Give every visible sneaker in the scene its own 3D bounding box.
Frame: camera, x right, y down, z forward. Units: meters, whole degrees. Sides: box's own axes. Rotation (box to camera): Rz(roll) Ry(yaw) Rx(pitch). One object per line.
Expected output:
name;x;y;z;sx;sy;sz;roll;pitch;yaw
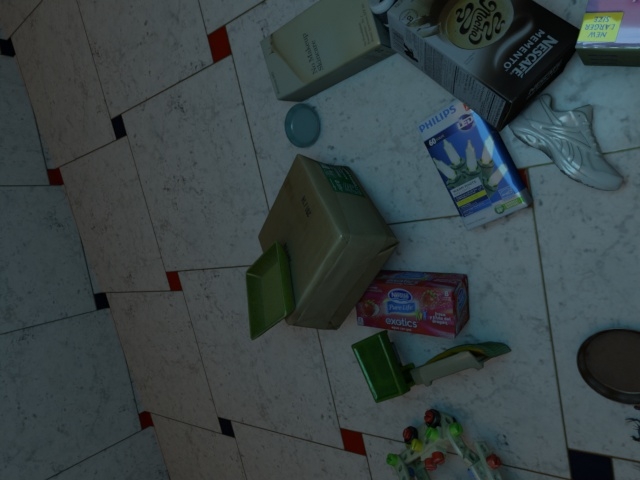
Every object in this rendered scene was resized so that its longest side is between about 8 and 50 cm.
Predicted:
sneaker;0.177;-0.541;0.867;0.079;0.121;0.216;15;78;40
sneaker;0.476;-0.189;0.754;0.232;0.090;0.115;45;121;15

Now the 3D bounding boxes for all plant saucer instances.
plant saucer;0.619;0.251;0.821;0.168;0.029;0.168;11;110;32
plant saucer;-0.048;-0.319;1.125;0.119;0.021;0.119;11;110;32
plant saucer;-0.118;0.124;0.974;0.188;0.045;0.188;-42;49;46

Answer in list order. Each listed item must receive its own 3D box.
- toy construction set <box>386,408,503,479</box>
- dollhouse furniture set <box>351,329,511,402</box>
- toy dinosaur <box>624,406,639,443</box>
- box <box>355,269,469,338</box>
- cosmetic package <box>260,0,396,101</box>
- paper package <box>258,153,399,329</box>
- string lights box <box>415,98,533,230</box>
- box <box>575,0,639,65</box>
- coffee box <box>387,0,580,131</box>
toy construction set;0.296;0.576;1.040;0.151;0.215;0.328;38;120;-19
dollhouse furniture set;0.265;0.262;0.989;0.301;0.198;0.151;-35;67;35
toy dinosaur;0.669;0.380;0.833;0.090;0.047;0.082;10;103;-2
box;0.223;0.149;1.007;0.257;0.128;0.122;0;102;36
cosmetic package;0.016;-0.471;0.978;0.309;0.113;0.160;-14;96;36
paper package;0.000;0.000;1.016;0.309;0.168;0.325;-59;38;31
string lights box;0.328;-0.168;0.869;0.133;0.077;0.259;-28;87;38
box;0.513;-0.324;0.586;0.214;0.243;0.117;18;114;31
coffee box;0.292;-0.373;0.759;0.168;0.119;0.297;-45;72;3
